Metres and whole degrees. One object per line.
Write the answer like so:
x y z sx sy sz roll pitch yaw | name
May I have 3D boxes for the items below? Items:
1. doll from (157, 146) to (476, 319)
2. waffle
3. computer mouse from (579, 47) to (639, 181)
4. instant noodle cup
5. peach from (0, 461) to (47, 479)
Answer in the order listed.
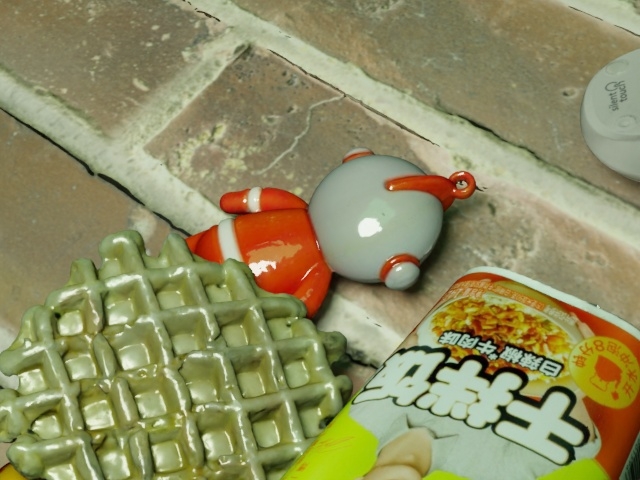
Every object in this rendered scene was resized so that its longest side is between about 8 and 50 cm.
0.000 0.000 1.113 0.336 0.105 0.200 -23 54 5 | doll
-0.124 0.134 0.960 0.309 0.056 0.292 31 59 4 | waffle
0.420 -0.133 1.104 0.296 0.121 0.184 -17 42 18 | computer mouse
0.120 0.204 0.862 0.294 0.294 0.308 25 57 25 | instant noodle cup
-0.238 0.249 0.962 0.138 0.138 0.138 -5 55 8 | peach
